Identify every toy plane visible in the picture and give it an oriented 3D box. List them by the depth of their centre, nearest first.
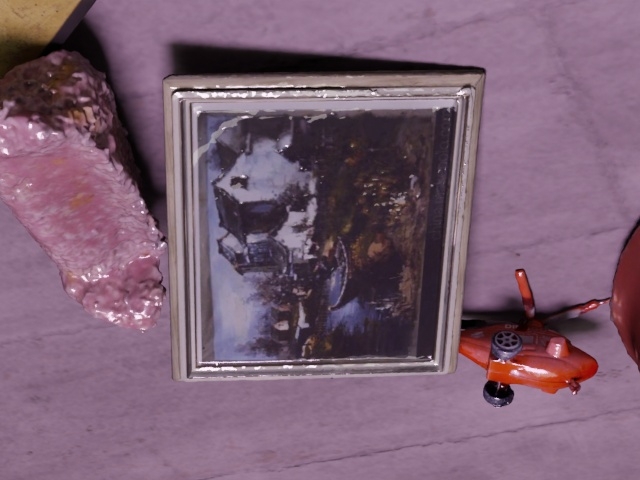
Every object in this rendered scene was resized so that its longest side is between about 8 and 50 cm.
[{"bbox_3d":[0.129,0.078,1.535,0.194,0.077,0.126,24,130,-8],"label":"toy plane"}]

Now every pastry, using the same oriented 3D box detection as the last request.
[{"bbox_3d":[-0.179,-0.044,1.377,0.103,0.112,0.265,-8,144,4],"label":"pastry"}]

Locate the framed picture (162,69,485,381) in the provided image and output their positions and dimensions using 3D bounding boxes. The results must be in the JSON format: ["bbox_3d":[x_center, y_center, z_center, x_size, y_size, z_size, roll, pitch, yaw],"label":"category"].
[{"bbox_3d":[0.000,0.000,1.413,0.232,0.019,0.296,-2,129,-4],"label":"framed picture"}]

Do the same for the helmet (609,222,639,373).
[{"bbox_3d":[0.397,0.134,1.446,0.338,0.230,0.385,-15,139,25],"label":"helmet"}]

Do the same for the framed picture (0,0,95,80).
[{"bbox_3d":[-0.327,-0.148,1.325,0.255,0.014,0.339,23,144,-21],"label":"framed picture"}]
